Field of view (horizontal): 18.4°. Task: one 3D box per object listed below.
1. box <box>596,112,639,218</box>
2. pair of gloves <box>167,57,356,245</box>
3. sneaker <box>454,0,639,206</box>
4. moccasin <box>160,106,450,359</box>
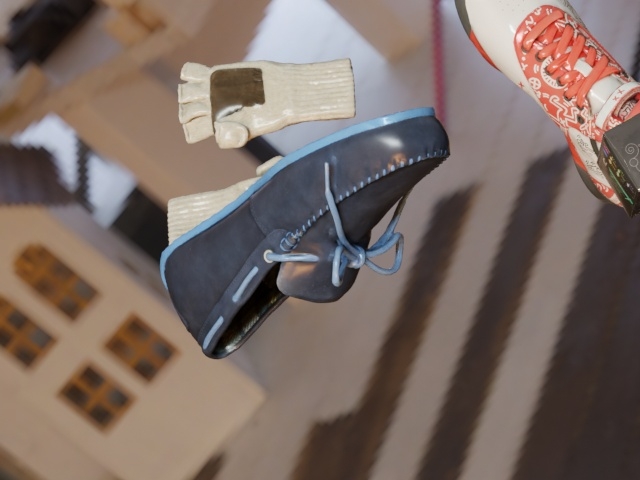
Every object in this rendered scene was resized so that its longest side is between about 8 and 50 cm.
[{"bbox_3d":[0.238,-0.060,1.411,0.062,0.052,0.083,-29,-14,-3],"label":"box"},{"bbox_3d":[-0.065,-0.093,2.138,0.204,0.042,0.240,-1,67,12],"label":"pair of gloves"},{"bbox_3d":[0.231,-0.137,1.668,0.090,0.270,0.145,-42,19,-14],"label":"sneaker"},{"bbox_3d":[0.000,0.000,1.656,0.342,0.137,0.117,-36,68,48],"label":"moccasin"}]
